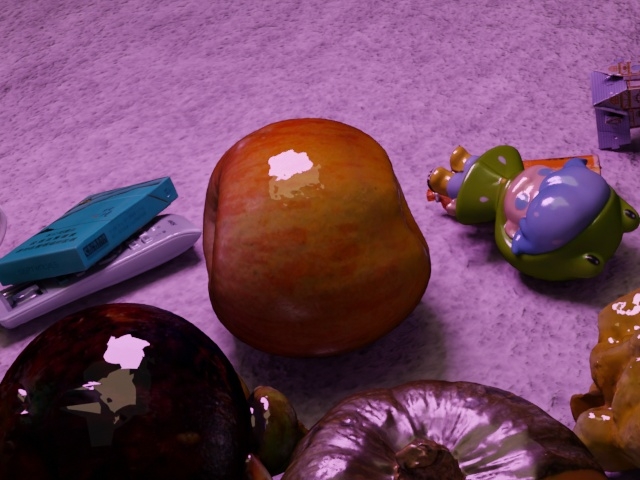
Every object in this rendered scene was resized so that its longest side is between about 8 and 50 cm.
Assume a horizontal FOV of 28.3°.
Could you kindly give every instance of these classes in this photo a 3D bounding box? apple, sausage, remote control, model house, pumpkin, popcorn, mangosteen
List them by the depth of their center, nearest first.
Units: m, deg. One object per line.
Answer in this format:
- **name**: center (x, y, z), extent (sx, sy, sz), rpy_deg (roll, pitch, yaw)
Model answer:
- **pumpkin**: center (0.080, 0.230, 1.189), extent (0.325, 0.242, 0.232), rpy_deg (-20, 45, -21)
- **mangosteen**: center (-0.184, 0.206, 1.263), extent (0.311, 0.311, 0.311), rpy_deg (-7, 35, 5)
- **popcorn**: center (0.377, 0.159, 1.282), extent (0.266, 0.192, 0.233), rpy_deg (-25, 47, 21)
- **apple**: center (0.000, 0.000, 1.500), extent (0.301, 0.301, 0.301), rpy_deg (-7, 35, 5)
- **sausage**: center (0.259, -0.072, 1.708), extent (0.234, 0.071, 0.071), rpy_deg (-4, 36, 8)
- **remote control**: center (-0.302, 0.041, 1.711), extent (0.293, 0.051, 0.103), rpy_deg (-25, 23, -17)
- **model house**: center (0.423, -0.200, 1.766), extent (0.088, 0.167, 0.117), rpy_deg (-6, 40, 13)

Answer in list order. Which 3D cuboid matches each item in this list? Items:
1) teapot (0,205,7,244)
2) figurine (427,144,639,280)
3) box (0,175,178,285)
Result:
- **teapot**: center (-0.538, 0.051, 1.686), extent (0.204, 0.139, 0.298), rpy_deg (16, 44, 36)
- **figurine**: center (0.264, -0.044, 1.593), extent (0.263, 0.143, 0.162), rpy_deg (27, 57, 34)
- **box**: center (-0.319, -0.014, 1.737), extent (0.161, 0.042, 0.226), rpy_deg (-9, 22, 33)
